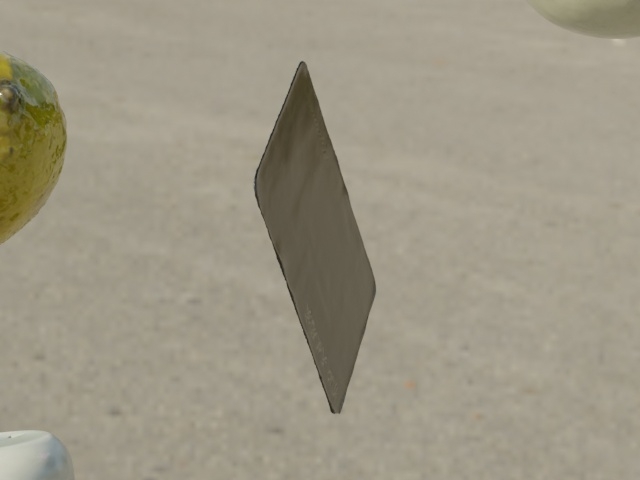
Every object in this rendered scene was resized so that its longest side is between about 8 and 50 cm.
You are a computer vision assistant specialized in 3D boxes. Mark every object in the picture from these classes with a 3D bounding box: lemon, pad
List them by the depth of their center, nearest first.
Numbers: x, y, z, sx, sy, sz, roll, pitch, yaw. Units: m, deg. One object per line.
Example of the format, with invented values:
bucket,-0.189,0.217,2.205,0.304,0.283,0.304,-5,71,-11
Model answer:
lemon,-0.154,-0.033,0.760,0.082,0.110,0.082,34,31,-23
pad,0.000,0.000,0.929,0.003,0.157,0.112,-4,38,19

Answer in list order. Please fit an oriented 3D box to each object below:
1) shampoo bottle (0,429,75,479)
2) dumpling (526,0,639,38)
shampoo bottle,-0.157,0.199,0.948,0.074,0.192,0.074,-6,3,0
dumpling,0.196,-0.198,0.940,0.227,0.175,0.243,-11,26,-11
